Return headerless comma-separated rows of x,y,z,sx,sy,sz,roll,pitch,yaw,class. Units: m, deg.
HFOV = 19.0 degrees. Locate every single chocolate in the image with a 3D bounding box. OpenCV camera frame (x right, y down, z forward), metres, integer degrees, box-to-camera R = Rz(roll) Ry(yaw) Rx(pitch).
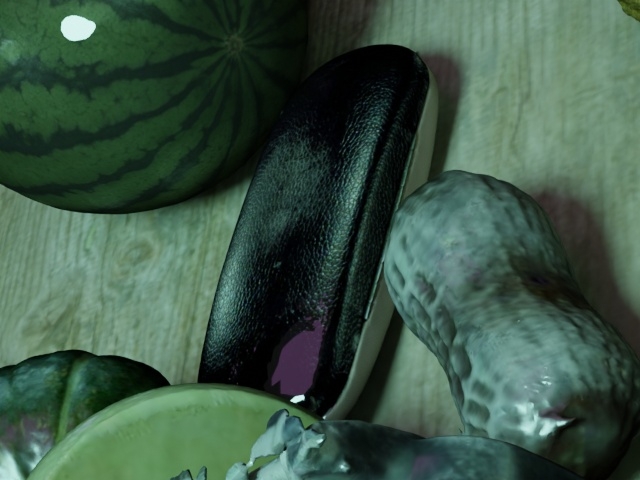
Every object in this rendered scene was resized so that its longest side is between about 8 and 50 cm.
0.106,0.046,1.076,0.110,0.110,0.248,-40,41,9,chocolate

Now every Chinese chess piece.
-0.057,0.189,1.015,0.238,0.237,0.092,-61,0,-19,Chinese chess piece

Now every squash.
-0.147,0.175,1.140,0.218,0.218,0.172,-60,1,-17,squash

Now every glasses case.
0.000,0.000,1.251,0.122,0.075,0.314,-15,46,39,glasses case

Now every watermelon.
-0.169,-0.162,1.404,0.279,0.279,0.359,-54,34,-10,watermelon

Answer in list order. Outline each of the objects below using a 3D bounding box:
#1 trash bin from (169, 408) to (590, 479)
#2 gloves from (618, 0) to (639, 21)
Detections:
0.041,0.280,0.738,0.256,0.296,0.368,-32,39,42,trash bin
0.279,-0.214,1.107,0.356,0.155,0.203,3,55,51,gloves
